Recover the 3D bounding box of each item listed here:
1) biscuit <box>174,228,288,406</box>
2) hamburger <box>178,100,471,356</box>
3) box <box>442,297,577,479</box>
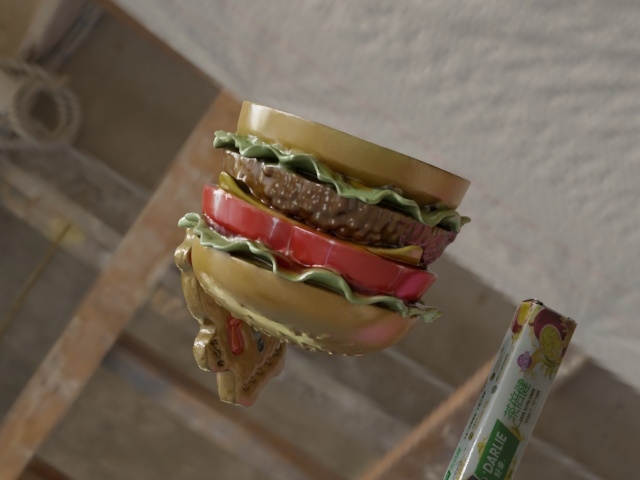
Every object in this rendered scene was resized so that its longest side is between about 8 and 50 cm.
[{"bbox_3d":[-0.091,0.068,1.896,0.036,0.166,0.225,1,-62,32],"label":"biscuit"},{"bbox_3d":[0.000,0.000,1.701,0.274,0.212,0.274,20,1,0],"label":"hamburger"},{"bbox_3d":[0.174,0.157,1.619,0.050,0.207,0.041,26,-7,-13],"label":"box"}]
